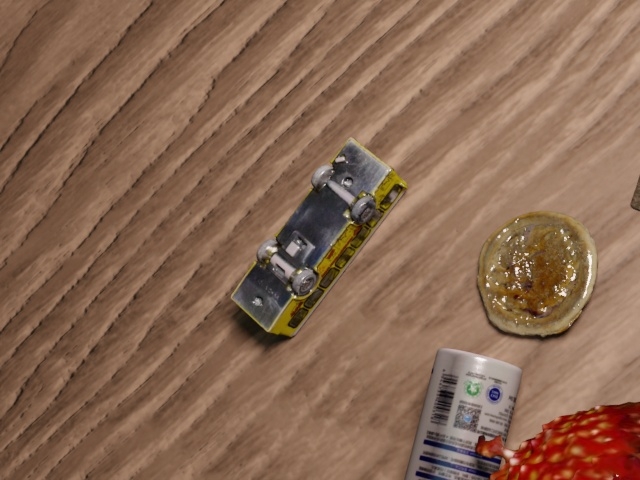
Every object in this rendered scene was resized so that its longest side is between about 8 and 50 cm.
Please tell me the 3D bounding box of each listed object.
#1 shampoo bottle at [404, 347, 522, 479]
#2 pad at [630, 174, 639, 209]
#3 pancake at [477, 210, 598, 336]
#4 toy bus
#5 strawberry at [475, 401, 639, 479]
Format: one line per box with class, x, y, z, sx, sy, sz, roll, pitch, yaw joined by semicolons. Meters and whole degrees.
shampoo bottle;0.124;0.264;1.367;0.092;0.092;0.303;10;81;29
pad;0.438;-0.071;1.354;0.235;0.003;0.158;20;85;30
pancake;0.223;0.033;1.422;0.139;0.022;0.139;-8;71;26
toy bus;0.000;0.000;1.516;0.081;0.074;0.226;38;95;31
strawberry;0.207;0.308;1.232;0.292;0.292;0.343;-7;55;25
